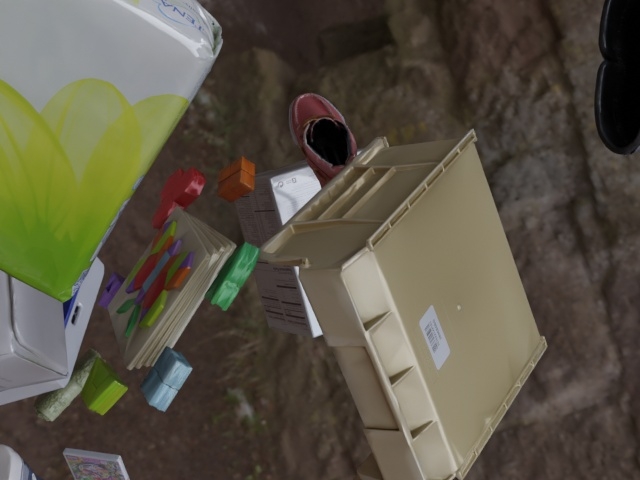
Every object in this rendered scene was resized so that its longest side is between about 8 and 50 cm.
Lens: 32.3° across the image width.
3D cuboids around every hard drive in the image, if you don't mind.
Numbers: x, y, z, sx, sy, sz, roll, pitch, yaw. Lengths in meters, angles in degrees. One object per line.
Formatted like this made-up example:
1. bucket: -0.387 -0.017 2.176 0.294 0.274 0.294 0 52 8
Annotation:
1. hard drive: -0.442 0.137 1.433 0.040 0.319 0.210 57 26 -36

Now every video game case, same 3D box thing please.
1. video game case: -0.308 0.341 1.564 0.011 0.087 0.122 -67 155 -46

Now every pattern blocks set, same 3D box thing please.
1. pattern blocks set: -0.154 0.040 1.092 0.026 0.285 0.325 33 -10 -24

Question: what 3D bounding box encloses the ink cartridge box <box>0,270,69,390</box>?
1. ink cartridge box: -0.491 0.037 1.192 0.166 0.395 0.285 64 16 -72

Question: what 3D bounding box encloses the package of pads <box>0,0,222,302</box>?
1. package of pads: -0.240 -0.126 0.737 0.296 0.229 0.101 30 21 -16

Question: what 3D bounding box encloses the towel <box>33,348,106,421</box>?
1. towel: -0.318 0.183 1.403 0.027 0.110 0.148 47 -15 -8

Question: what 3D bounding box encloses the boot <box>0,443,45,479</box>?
1. boot: -0.276 0.277 0.945 0.086 0.069 0.190 60 32 -49

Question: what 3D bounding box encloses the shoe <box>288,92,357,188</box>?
1. shoe: 0.005 -0.119 1.223 0.081 0.063 0.178 77 -7 -53

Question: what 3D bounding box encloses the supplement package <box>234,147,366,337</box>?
1. supplement package: 0.000 0.000 1.833 0.198 0.199 0.262 1 -72 65

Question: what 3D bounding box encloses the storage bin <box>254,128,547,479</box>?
1. storage bin: 0.086 0.067 1.067 0.260 0.123 0.262 -45 121 -44

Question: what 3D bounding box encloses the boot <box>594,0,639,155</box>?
1. boot: 0.344 -0.081 1.075 0.223 0.118 0.338 2 81 -45
